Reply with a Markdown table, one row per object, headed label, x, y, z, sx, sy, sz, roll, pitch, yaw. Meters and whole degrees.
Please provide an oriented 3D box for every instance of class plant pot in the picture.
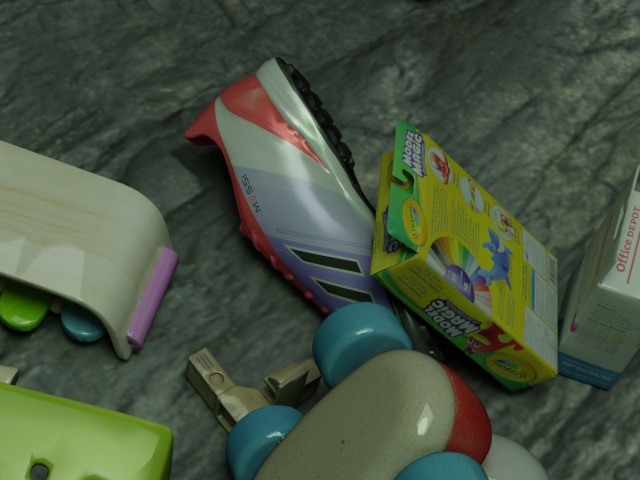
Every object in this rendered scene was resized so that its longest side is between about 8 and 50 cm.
| label | x | y | z | sx | sy | sz | roll | pitch | yaw |
| --- | --- | --- | --- | --- | --- | --- | --- | --- | --- |
| plant pot | -0.233 | 0.224 | 0.974 | 0.228 | 0.227 | 0.207 | 13 | 63 | -3 |

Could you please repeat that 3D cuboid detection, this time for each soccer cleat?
| label | x | y | z | sx | sy | sz | roll | pitch | yaw |
| --- | --- | --- | --- | --- | --- | --- | --- | --- | --- |
| soccer cleat | 0.000 | 0.000 | 1.243 | 0.116 | 0.108 | 0.318 | -31 | 75 | 8 |

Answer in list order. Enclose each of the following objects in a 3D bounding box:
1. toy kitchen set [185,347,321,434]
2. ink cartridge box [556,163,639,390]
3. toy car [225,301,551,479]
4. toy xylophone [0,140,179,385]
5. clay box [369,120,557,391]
| label | x | y | z | sx | sy | sz | roll | pitch | yaw |
| --- | --- | --- | --- | --- | --- | --- | --- | --- | --- |
| toy kitchen set | -0.051 | 0.101 | 1.173 | 0.083 | 0.068 | 0.075 | -30 | 67 | -26 |
| ink cartridge box | 0.249 | 0.033 | 1.207 | 0.061 | 0.181 | 0.104 | 20 | 57 | 2 |
| toy car | 0.084 | 0.205 | 1.089 | 0.238 | 0.210 | 0.219 | 31 | 17 | -32 |
| toy xylophone | -0.287 | 0.008 | 1.179 | 0.323 | 0.081 | 0.236 | 26 | 57 | 6 |
| clay box | 0.112 | 0.013 | 1.190 | 0.222 | 0.053 | 0.127 | 39 | 41 | -32 |
